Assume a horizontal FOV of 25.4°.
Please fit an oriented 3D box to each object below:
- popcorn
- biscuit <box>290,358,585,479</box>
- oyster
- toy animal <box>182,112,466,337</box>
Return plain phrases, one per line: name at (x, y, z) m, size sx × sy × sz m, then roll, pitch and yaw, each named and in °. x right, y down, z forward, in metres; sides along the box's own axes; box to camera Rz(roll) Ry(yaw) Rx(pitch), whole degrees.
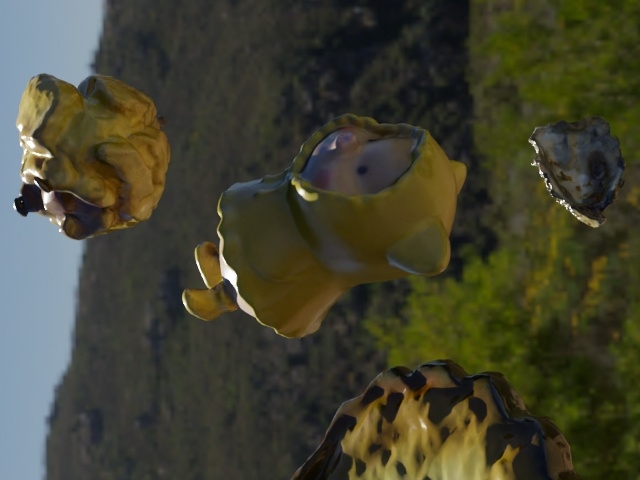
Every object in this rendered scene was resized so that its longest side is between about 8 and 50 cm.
popcorn at (-0.203, -0.074, 1.252) m, size 0.152 × 0.148 × 0.167 m, roll -46°, pitch -44°, yaw -35°
biscuit at (0.083, 0.259, 0.992) m, size 0.335 × 0.078 × 0.329 m, roll 38°, pitch 106°, yaw 47°
oyster at (0.285, -0.072, 1.563) m, size 0.051 × 0.103 × 0.148 m, roll 77°, pitch -168°, yaw -46°
toy animal at (0.001, -0.003, 1.095) m, size 0.156 × 0.229 × 0.156 m, roll 47°, pitch -148°, yaw -42°
